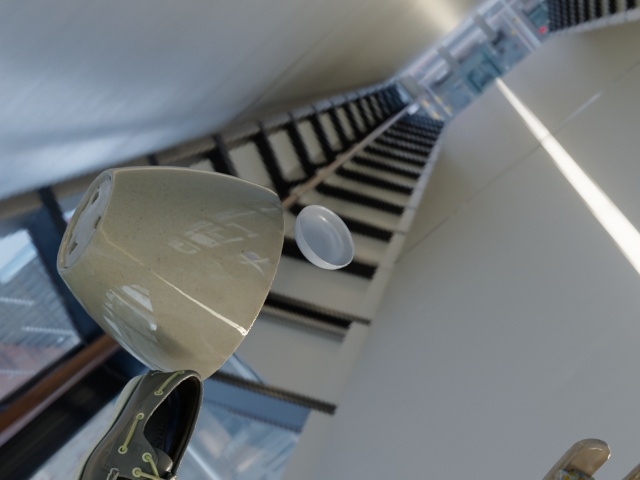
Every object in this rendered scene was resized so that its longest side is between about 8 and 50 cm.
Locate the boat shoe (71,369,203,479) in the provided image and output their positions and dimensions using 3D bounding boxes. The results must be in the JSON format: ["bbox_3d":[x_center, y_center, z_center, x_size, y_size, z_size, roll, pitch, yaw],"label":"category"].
[{"bbox_3d":[-0.227,0.277,1.143,0.091,0.109,0.305,-18,-150,23],"label":"boat shoe"}]

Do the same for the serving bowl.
[{"bbox_3d":[0.000,0.000,1.067,0.027,0.083,0.083,-38,-177,39],"label":"serving bowl"}]

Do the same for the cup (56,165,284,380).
[{"bbox_3d":[-0.245,0.020,1.348,0.331,0.237,0.331,-41,-146,36],"label":"cup"}]

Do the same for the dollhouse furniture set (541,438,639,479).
[{"bbox_3d":[0.599,0.502,1.422,0.362,0.394,0.256,-89,-162,-48],"label":"dollhouse furniture set"}]
